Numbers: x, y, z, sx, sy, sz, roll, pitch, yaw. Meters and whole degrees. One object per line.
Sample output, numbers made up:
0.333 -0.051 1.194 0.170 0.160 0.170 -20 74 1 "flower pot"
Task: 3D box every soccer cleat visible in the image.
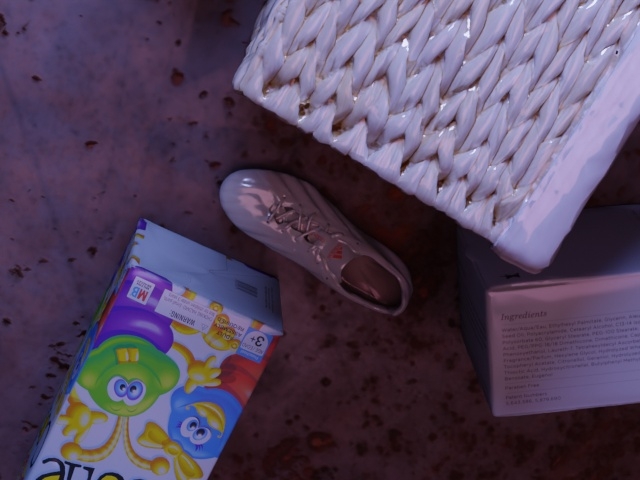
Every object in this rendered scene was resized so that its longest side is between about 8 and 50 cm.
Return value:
0.000 0.000 1.361 0.196 0.076 0.068 32 103 -12 "soccer cleat"

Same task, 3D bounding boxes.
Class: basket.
0.121 -0.202 1.179 0.266 0.328 0.331 27 105 -7 "basket"

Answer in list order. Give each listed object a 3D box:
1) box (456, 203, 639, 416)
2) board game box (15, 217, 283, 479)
0.218 0.056 1.337 0.182 0.181 0.119 -6 109 -2 "box"
-0.156 0.145 1.363 0.142 0.144 0.275 24 104 -10 "board game box"
